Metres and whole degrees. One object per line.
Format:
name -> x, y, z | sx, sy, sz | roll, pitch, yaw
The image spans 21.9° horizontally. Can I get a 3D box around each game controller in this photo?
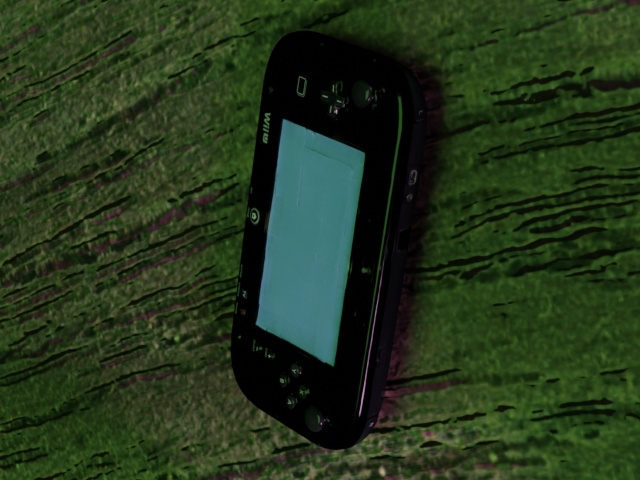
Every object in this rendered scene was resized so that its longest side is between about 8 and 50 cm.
game controller -> 0.000, 0.000, 1.301 | 0.166, 0.067, 0.319 | 21, 111, 37
